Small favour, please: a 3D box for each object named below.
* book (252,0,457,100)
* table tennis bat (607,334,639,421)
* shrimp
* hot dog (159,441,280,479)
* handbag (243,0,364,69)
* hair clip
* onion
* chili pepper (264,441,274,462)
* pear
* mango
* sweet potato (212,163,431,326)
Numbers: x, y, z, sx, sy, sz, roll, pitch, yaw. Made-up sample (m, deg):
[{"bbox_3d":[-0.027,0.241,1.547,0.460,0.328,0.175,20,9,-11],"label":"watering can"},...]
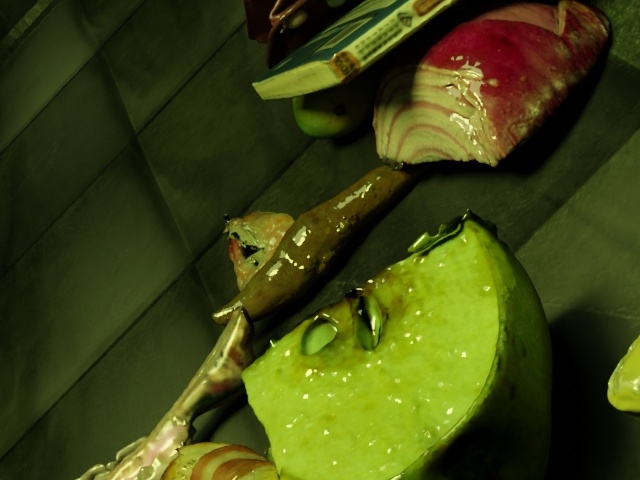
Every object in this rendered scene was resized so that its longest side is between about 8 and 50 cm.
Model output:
[{"bbox_3d":[0.135,-0.284,1.557,0.428,0.039,0.300,-37,10,-12],"label":"book"},{"bbox_3d":[0.315,-0.017,1.090,0.224,0.054,0.369,-4,46,54],"label":"table tennis bat"},{"bbox_3d":[-0.075,0.007,1.668,0.101,0.042,0.190,-57,27,-1],"label":"shrimp"},{"bbox_3d":[-0.061,0.240,1.267,0.261,0.093,0.123,18,93,64],"label":"hot dog"},{"bbox_3d":[0.016,-0.292,1.765,0.216,0.074,0.203,-29,-8,-8],"label":"handbag"},{"bbox_3d":[-0.155,0.198,1.485,0.300,0.069,0.173,-48,12,-4],"label":"hair clip"},{"bbox_3d":[0.154,-0.187,1.477,0.247,0.111,0.250,-49,24,-22],"label":"onion"},{"bbox_3d":[0.035,0.149,1.293,0.201,0.050,0.052,-40,12,19],"label":"chili pepper"},{"bbox_3d":[0.092,0.138,1.104,0.238,0.164,0.255,-35,33,4],"label":"pear"},{"bbox_3d":[0.029,-0.193,1.724,0.122,0.085,0.191,-38,23,44],"label":"mango"},{"bbox_3d":[0.000,0.000,1.537,0.274,0.067,0.067,-41,26,4],"label":"sweet potato"}]
